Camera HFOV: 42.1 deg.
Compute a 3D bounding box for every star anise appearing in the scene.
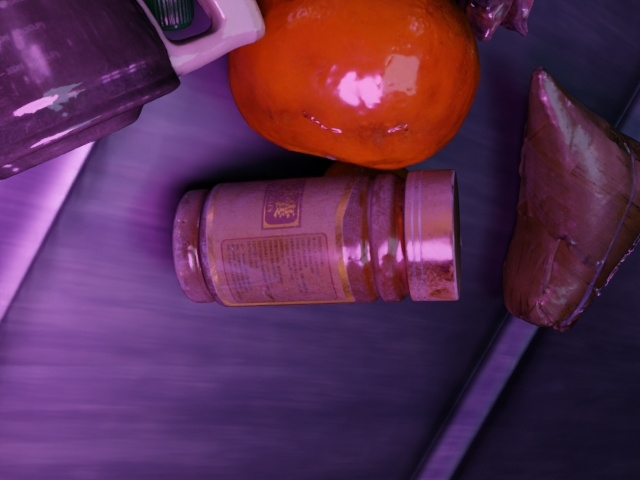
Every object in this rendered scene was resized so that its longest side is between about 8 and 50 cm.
[{"bbox_3d":[0.240,-0.389,1.107,0.236,0.109,0.223,-64,156,-12],"label":"star anise"}]

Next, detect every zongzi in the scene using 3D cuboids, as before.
[{"bbox_3d":[0.359,-0.046,1.322,0.393,0.174,0.356,23,101,-41],"label":"zongzi"}]

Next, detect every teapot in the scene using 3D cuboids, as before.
[{"bbox_3d":[-0.240,-0.203,0.741,0.322,0.239,0.239,-20,104,11],"label":"teapot"}]

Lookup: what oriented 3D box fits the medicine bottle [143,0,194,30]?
[{"bbox_3d":[-0.171,-0.365,0.830,0.111,0.076,0.308,-18,121,-24],"label":"medicine bottle"}]

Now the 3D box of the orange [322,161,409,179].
[{"bbox_3d":[0.060,-0.041,1.113,0.134,0.157,0.156,-37,130,-30],"label":"orange"}]

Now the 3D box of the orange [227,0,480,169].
[{"bbox_3d":[0.036,-0.197,0.939,0.284,0.284,0.226,12,88,-40],"label":"orange"}]

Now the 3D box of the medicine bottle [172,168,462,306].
[{"bbox_3d":[0.000,0.000,0.980,0.323,0.151,0.151,-3,123,12],"label":"medicine bottle"}]
